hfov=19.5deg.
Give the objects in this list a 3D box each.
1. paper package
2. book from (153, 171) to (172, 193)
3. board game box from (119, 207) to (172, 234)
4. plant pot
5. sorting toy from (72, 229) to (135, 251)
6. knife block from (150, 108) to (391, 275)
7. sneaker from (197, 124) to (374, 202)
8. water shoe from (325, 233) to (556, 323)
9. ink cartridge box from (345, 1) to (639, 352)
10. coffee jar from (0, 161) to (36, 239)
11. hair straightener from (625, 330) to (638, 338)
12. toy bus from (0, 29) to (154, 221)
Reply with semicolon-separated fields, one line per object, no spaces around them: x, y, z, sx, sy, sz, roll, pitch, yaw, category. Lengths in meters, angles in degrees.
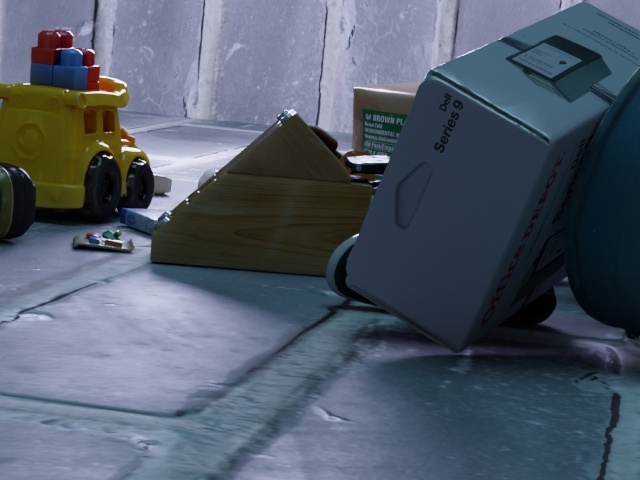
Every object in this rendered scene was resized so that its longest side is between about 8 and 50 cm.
0.235;-0.122;2.578;0.325;0.168;0.309;9;8;22;paper package
-0.261;-0.084;2.484;0.096;0.035;0.144;7;5;-19;book
-0.164;-0.020;2.068;0.090;0.020;0.090;1;10;-31;board game box
0.377;-0.005;1.457;0.272;0.271;0.255;-3;25;-47;plant pot
-0.223;-0.002;1.905;0.062;0.012;0.083;4;8;-9;sorting toy
0.000;0.000;1.857;0.276;0.242;0.088;-40;7;2;knife block
-0.037;-0.085;2.273;0.290;0.123;0.106;10;11;43;sneaker
0.108;0.032;1.631;0.203;0.073;0.080;4;12;-7;water shoe
0.167;-0.058;1.543;0.121;0.211;0.289;32;32;20;ink cartridge box
-0.378;-0.040;1.840;0.184;0.079;0.096;-1;9;-42;coffee jar
0.283;0.057;1.712;0.089;0.047;0.230;7;12;14;hair straightener
-0.285;-0.135;2.145;0.149;0.211;0.220;6;6;21;toy bus
